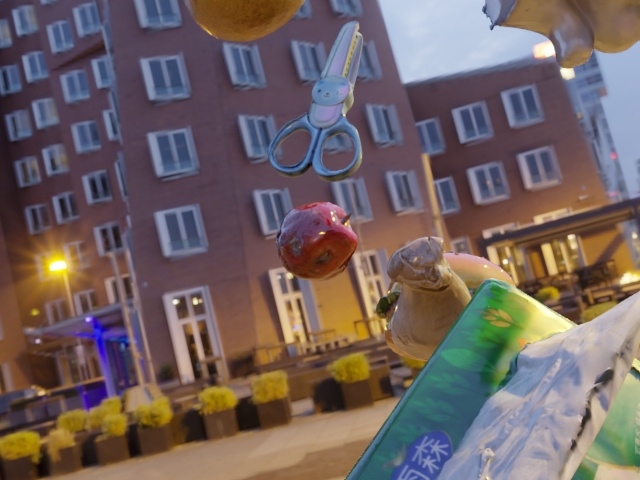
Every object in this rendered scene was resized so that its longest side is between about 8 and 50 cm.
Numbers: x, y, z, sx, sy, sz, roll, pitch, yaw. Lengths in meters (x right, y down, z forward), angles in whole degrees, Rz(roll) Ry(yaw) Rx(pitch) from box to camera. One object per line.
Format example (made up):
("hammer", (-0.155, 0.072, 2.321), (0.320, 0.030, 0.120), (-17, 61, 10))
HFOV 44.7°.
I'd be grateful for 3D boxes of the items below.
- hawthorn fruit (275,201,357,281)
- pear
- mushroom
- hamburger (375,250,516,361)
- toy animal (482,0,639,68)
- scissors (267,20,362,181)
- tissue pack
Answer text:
("hawthorn fruit", (0.000, 0.000, 0.821), (0.093, 0.093, 0.093), (-14, -6, -2))
("pear", (-0.122, -0.403, 1.173), (0.209, 0.208, 0.209), (-14, -6, -2))
("mushroom", (0.149, 0.080, 1.020), (0.116, 0.093, 0.225), (-21, -32, -9))
("hamburger", (0.220, 0.107, 1.328), (0.246, 0.169, 0.246), (5, -24, 2))
("toy animal", (0.218, -0.165, 0.484), (0.221, 0.130, 0.103), (3, -48, -10))
("scissors", (0.015, -0.192, 1.052), (0.125, 0.256, 0.030), (7, -27, 18))
("tissue pack", (0.108, 0.127, 0.428), (0.209, 0.148, 0.156), (-46, -23, -37))
